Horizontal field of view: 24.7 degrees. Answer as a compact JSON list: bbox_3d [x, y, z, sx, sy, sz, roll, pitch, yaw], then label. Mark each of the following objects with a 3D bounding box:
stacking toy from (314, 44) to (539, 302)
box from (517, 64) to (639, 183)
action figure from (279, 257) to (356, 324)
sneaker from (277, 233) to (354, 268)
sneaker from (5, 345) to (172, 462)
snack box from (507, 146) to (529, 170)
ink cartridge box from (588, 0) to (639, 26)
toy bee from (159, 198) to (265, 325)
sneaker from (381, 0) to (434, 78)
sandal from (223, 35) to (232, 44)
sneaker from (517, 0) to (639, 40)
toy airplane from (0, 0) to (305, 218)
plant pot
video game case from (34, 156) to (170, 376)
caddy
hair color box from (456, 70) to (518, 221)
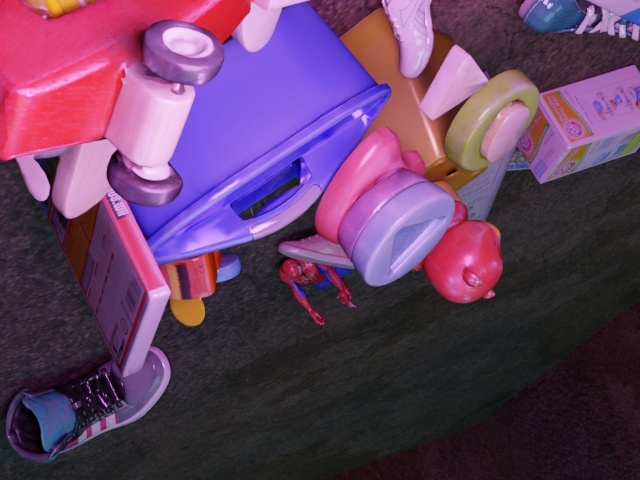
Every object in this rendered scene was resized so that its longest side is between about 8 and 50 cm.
[{"bbox_3d":[0.158,-0.054,1.629,0.279,0.130,0.309,-52,155,14],"label":"stacking toy"},{"bbox_3d":[0.417,-0.182,2.288,0.203,0.103,0.114,-18,159,-27],"label":"box"},{"bbox_3d":[0.023,0.084,2.407,0.091,0.139,0.280,-35,158,18],"label":"action figure"},{"bbox_3d":[0.000,0.000,2.289,0.134,0.070,0.051,10,172,-17],"label":"sneaker"},{"bbox_3d":[-0.388,0.262,2.330,0.295,0.124,0.178,-33,171,19],"label":"sneaker"},{"bbox_3d":[0.347,-0.142,2.427,0.178,0.022,0.064,-7,154,-48],"label":"snack box"},{"bbox_3d":[0.444,-0.419,1.583,0.395,0.166,0.285,-35,161,24],"label":"ink cartridge box"},{"bbox_3d":[-0.181,0.014,1.882,0.162,0.195,0.298,-6,177,13],"label":"toy bee"},{"bbox_3d":[0.096,-0.256,1.653,0.061,0.054,0.152,-7,118,-22],"label":"sneaker"},{"bbox_3d":[-0.134,-0.203,1.531,0.090,0.060,0.219,-34,176,4],"label":"sandal"},{"bbox_3d":[0.402,-0.310,1.891,0.302,0.121,0.108,-20,160,-22],"label":"sneaker"},{"bbox_3d":[-0.160,-0.217,1.206,0.386,0.272,0.384,-63,175,-7],"label":"toy airplane"},{"bbox_3d":[0.083,-0.133,1.811,0.212,0.187,0.212,-35,160,22],"label":"plant pot"},{"bbox_3d":[-0.236,-0.022,1.494,0.025,0.285,0.204,-20,160,-24],"label":"video game case"},{"bbox_3d":[-0.082,-0.092,1.540,0.341,0.179,0.241,-34,177,-18],"label":"caddy"},{"bbox_3d":[0.163,-0.087,2.169,0.185,0.113,0.374,-23,161,-12],"label":"hair color box"}]
